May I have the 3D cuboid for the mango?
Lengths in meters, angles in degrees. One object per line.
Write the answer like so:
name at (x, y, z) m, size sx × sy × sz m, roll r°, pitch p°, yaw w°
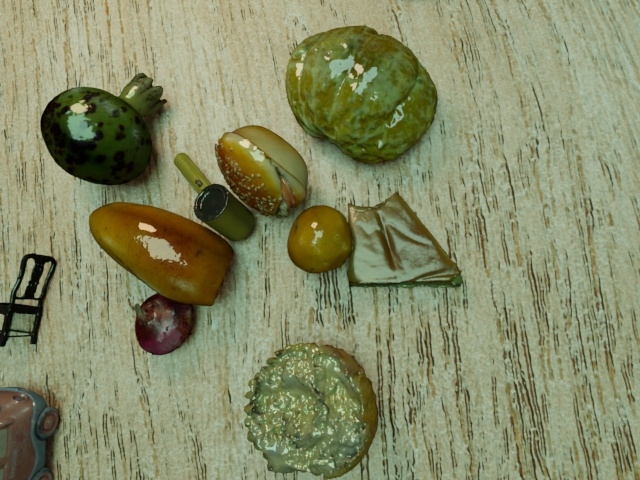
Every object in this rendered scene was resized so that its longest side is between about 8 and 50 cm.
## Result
mango at (-0.363, 0.011, 0.928) m, size 0.350 × 0.199 × 0.201 m, roll 29°, pitch 42°, yaw 0°

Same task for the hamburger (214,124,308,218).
hamburger at (-0.133, -0.152, 0.906) m, size 0.237 × 0.237 × 0.147 m, roll 29°, pitch 70°, yaw 13°

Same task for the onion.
onion at (-0.371, 0.176, 0.924) m, size 0.150 × 0.140 × 0.150 m, roll -6°, pitch 63°, yaw 11°

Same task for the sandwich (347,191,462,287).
sandwich at (0.182, -0.003, 0.905) m, size 0.245 × 0.063 × 0.212 m, roll -1°, pitch 79°, yaw 8°

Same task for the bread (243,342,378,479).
bread at (-0.014, 0.336, 0.835) m, size 0.274 × 0.149 × 0.274 m, roll -1°, pitch 86°, yaw 12°

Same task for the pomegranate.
pomegranate at (-0.498, -0.265, 0.999) m, size 0.306 × 0.242 × 0.242 m, roll -30°, pitch 75°, yaw -28°

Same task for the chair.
chair at (-0.758, 0.142, 1.011) m, size 0.113 × 0.106 × 0.229 m, roll 6°, pitch 80°, yaw 8°

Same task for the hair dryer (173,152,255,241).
hair dryer at (-0.270, -0.118, 0.981) m, size 0.090 × 0.135 × 0.279 m, roll -44°, pitch 60°, yaw 0°

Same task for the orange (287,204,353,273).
orange at (0.000, 0.000, 0.891) m, size 0.134 × 0.154 × 0.155 m, roll 27°, pitch 85°, yaw -18°

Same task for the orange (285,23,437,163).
orange at (0.080, -0.342, 0.909) m, size 0.368 × 0.210 × 0.271 m, roll 29°, pitch 84°, yaw 10°

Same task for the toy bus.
toy bus at (-0.742, 0.482, 0.884) m, size 0.197 × 0.232 × 0.294 m, roll 0°, pitch 81°, yaw 9°
